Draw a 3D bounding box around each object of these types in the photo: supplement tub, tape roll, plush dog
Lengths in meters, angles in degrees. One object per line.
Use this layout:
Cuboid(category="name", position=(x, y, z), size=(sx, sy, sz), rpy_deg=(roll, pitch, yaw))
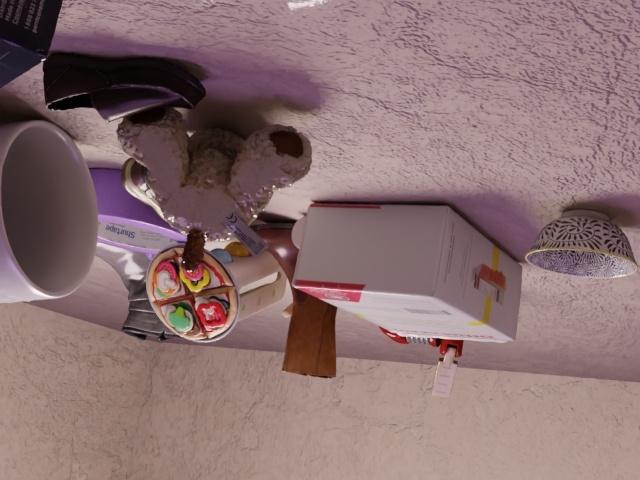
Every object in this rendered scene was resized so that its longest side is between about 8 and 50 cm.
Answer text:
Cuboid(category="supplement tub", position=(0.000, 0.000, 1.775), size=(0.071, 0.071, 0.107), rpy_deg=(2, 165, 30))
Cuboid(category="tape roll", position=(-0.348, -0.049, 1.784), size=(0.274, 0.090, 0.275), rpy_deg=(10, 165, 2))
Cuboid(category="plush dog", position=(-0.145, -0.085, 1.328), size=(0.262, 0.211, 0.225), rpy_deg=(10, -162, 1))

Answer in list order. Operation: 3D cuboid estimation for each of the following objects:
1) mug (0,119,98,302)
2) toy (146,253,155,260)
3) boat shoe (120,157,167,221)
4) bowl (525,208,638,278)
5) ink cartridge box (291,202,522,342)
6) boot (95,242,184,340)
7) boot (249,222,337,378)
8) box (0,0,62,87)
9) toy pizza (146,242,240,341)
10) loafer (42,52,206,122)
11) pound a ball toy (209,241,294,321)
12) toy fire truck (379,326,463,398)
Cuboid(category="mug", position=(-0.553, -0.053, 1.534), size=(0.327, 0.276, 0.374), rpy_deg=(-6, -158, 17))
Cuboid(category="toy", position=(-0.325, 0.036, 2.061), size=(0.237, 0.056, 0.137), rpy_deg=(16, 172, 39))
Cuboid(category="boat shoe", position=(-0.245, -0.076, 1.619), size=(0.073, 0.080, 0.223), rpy_deg=(6, 162, 36))
Cuboid(category="bowl", position=(0.408, 0.000, 1.472), size=(0.170, 0.080, 0.170), rpy_deg=(9, 166, 2))
Cuboid(category="ink cartridge box", position=(0.173, 0.065, 1.727), size=(0.279, 0.161, 0.384), rpy_deg=(2, 164, 32))
Cuboid(category="boot", position=(-0.429, 0.109, 2.189), size=(0.338, 0.223, 0.118), rpy_deg=(20, 164, -36))
Cuboid(category="boot", position=(-0.055, 0.119, 1.846), size=(0.096, 0.281, 0.264), rpy_deg=(-2, 162, 38))
Cuboid(category="box", position=(-0.424, -0.254, 0.822), size=(0.312, 0.179, 0.343), rpy_deg=(21, 162, -34))
Cuboid(category="toy pizza", position=(-0.243, 0.102, 1.765), size=(0.201, 0.201, 0.032), rpy_deg=(4, -158, 22))
Cuboid(category="loafer", position=(-0.251, -0.182, 1.196), size=(0.219, 0.078, 0.080), rpy_deg=(6, 166, 15))
Cuboid(category="pound a ball toy", position=(-0.128, 0.072, 1.916), size=(0.208, 0.136, 0.319), rpy_deg=(10, -168, 20))
Cuboid(category="toy fire truck", position=(0.234, 0.213, 2.100), size=(0.216, 0.247, 0.158), rpy_deg=(4, 165, 21))
